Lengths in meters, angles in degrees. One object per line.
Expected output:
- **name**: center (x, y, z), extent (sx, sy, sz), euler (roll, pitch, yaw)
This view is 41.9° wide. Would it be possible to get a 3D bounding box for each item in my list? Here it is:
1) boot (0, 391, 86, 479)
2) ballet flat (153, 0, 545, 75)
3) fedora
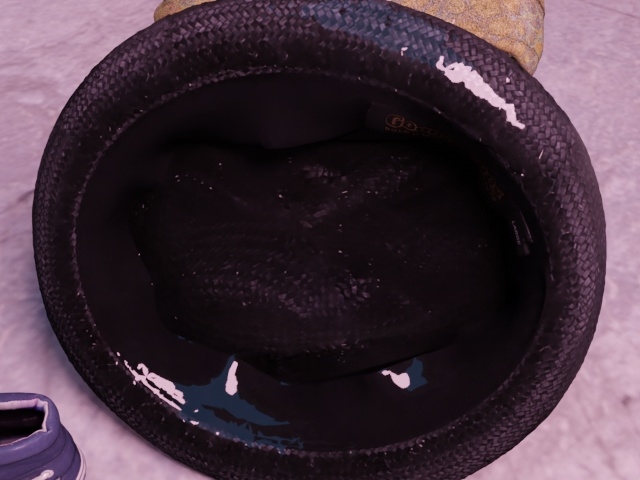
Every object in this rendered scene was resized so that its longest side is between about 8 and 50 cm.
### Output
- **boot**: center (-0.237, 0.128, 0.477), extent (0.190, 0.086, 0.069), euler (-10, 51, -11)
- **ballet flat**: center (0.029, -0.171, 0.738), extent (0.348, 0.123, 0.123), euler (-4, 50, -3)
- **fedora**: center (0.000, 0.000, 0.529), extent (0.334, 0.334, 0.152), euler (12, 17, 8)
